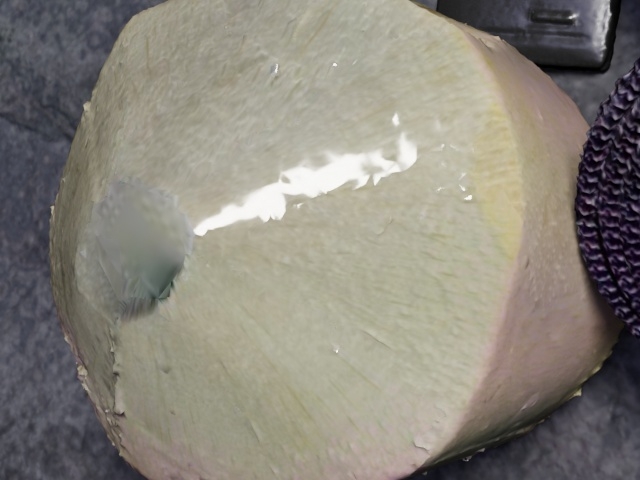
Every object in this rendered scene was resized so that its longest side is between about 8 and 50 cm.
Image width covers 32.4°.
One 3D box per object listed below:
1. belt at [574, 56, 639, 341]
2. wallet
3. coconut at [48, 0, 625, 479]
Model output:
[{"bbox_3d":[0.263,-0.007,0.447,0.325,0.122,0.260,7,126,40],"label":"belt"},{"bbox_3d":[0.142,-0.233,0.702,0.124,0.025,0.244,10,93,29],"label":"wallet"},{"bbox_3d":[0.000,0.000,0.607,0.298,0.310,0.297,-2,85,31],"label":"coconut"}]
